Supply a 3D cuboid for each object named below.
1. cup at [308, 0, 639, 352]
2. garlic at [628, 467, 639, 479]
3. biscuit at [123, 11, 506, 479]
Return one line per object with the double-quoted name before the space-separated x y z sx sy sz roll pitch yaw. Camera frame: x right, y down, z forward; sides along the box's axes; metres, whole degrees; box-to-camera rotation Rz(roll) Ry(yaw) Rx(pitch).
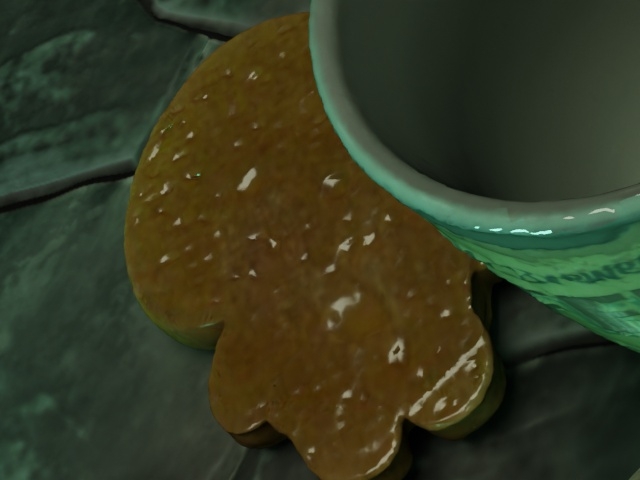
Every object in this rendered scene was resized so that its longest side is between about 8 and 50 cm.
"cup" 0.186 -0.052 0.633 0.301 0.257 0.227 13 75 38
"garlic" 0.203 0.091 0.532 0.325 0.279 0.132 -35 65 34
"biscuit" 0.001 0.000 0.864 0.202 0.044 0.288 -40 52 9
